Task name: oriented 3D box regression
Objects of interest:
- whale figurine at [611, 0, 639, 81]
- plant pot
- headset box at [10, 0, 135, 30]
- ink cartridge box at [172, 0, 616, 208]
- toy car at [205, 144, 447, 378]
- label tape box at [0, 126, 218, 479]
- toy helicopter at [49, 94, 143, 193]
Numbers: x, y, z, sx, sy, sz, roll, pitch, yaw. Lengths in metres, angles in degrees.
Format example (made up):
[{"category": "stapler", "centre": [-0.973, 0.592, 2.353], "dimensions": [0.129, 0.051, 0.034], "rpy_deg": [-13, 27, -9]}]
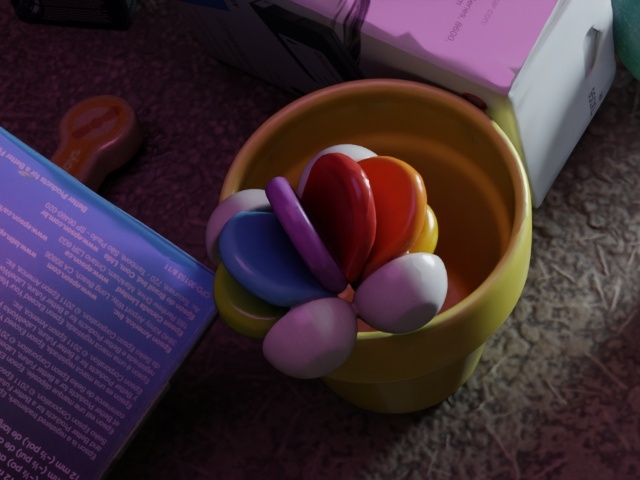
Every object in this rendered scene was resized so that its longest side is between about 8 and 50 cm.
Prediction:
[{"category": "whale figurine", "centre": [0.340, -0.238, 1.595], "dimensions": [0.141, 0.216, 0.272], "rpy_deg": [-45, 32, 26]}, {"category": "plant pot", "centre": [0.056, 0.027, 1.426], "dimensions": [0.254, 0.239, 0.254], "rpy_deg": [-4, 61, 6]}, {"category": "headset box", "centre": [-0.258, -0.399, 1.689], "dimensions": [0.131, 0.283, 0.246], "rpy_deg": [6, 62, 11]}, {"category": "ink cartridge box", "centre": [0.056, -0.218, 1.524], "dimensions": [0.395, 0.285, 0.166], "rpy_deg": [26, 79, 20]}, {"category": "toy car", "centre": [0.000, 0.000, 1.232], "dimensions": [0.182, 0.136, 0.159], "rpy_deg": [-26, 60, -7]}, {"category": "label tape box", "centre": [-0.271, 0.113, 1.345], "dimensions": [0.249, 0.115, 0.347], "rpy_deg": [35, 82, 0]}, {"category": "toy helicopter", "centre": [-0.287, -0.006, 1.577], "dimensions": [0.235, 0.140, 0.355], "rpy_deg": [11, 54, 24]}]
